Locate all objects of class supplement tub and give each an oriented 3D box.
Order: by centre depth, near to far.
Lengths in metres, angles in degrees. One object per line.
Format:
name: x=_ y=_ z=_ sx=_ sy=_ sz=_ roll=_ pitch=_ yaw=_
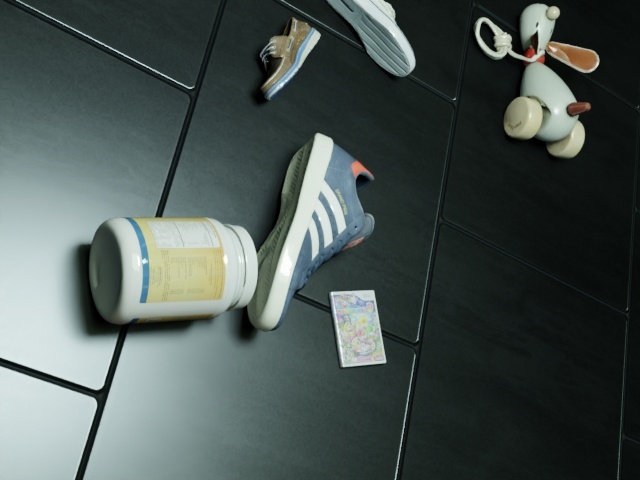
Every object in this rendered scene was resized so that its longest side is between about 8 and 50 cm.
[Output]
supplement tub: x=-0.203 y=0.040 z=1.303 sx=0.200 sy=0.144 sz=0.144 roll=0 pitch=75 yaw=-34

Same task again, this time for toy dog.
toy dog: x=0.459 y=-0.331 z=1.862 sx=0.220 sy=0.161 sz=0.333 roll=-10 pitch=80 yaw=-36

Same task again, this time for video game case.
video game case: x=0.060 y=0.142 z=1.527 sx=0.087 sy=0.011 sz=0.122 roll=0 pitch=74 yaw=-34

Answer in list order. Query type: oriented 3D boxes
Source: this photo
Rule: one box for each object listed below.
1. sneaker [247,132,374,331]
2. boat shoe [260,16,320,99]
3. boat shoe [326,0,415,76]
sneaker: x=0.000 y=0.000 z=1.460 sx=0.148 sy=0.131 sz=0.350 roll=29 pitch=60 yaw=-18
boat shoe: x=-0.066 y=-0.304 z=1.567 sx=0.066 sy=0.066 sz=0.183 roll=38 pitch=47 yaw=-12
boat shoe: x=0.102 y=-0.401 z=1.694 sx=0.226 sy=0.083 sz=0.076 roll=49 pitch=55 yaw=-9
